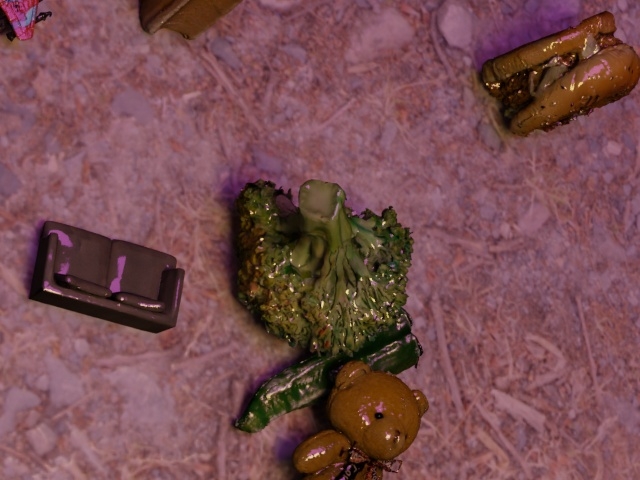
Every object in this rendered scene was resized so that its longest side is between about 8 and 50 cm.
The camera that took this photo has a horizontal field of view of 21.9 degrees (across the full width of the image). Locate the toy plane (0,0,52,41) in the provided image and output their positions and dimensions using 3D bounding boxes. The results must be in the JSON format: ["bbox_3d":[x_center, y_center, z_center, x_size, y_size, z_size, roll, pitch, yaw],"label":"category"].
[{"bbox_3d":[-0.303,-0.278,1.689,0.189,0.061,0.130,-39,96,-37],"label":"toy plane"}]

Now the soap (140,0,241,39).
[{"bbox_3d":[-0.103,-0.324,1.699,0.080,0.257,0.160,8,72,-28],"label":"soap"}]

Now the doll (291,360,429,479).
[{"bbox_3d":[0.037,0.232,1.700,0.137,0.097,0.210,34,76,-39],"label":"doll"}]

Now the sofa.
[{"bbox_3d":[-0.209,0.033,1.650,0.147,0.060,0.085,18,67,-25],"label":"sofa"}]

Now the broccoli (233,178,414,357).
[{"bbox_3d":[0.000,0.000,1.700,0.219,0.194,0.194,35,55,20],"label":"broccoli"}]

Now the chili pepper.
[{"bbox_3d":[0.003,0.147,1.746,0.227,0.059,0.088,-29,113,-27],"label":"chili pepper"}]

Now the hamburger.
[{"bbox_3d":[0.284,-0.189,1.945,0.185,0.177,0.113,-30,99,-60],"label":"hamburger"}]
